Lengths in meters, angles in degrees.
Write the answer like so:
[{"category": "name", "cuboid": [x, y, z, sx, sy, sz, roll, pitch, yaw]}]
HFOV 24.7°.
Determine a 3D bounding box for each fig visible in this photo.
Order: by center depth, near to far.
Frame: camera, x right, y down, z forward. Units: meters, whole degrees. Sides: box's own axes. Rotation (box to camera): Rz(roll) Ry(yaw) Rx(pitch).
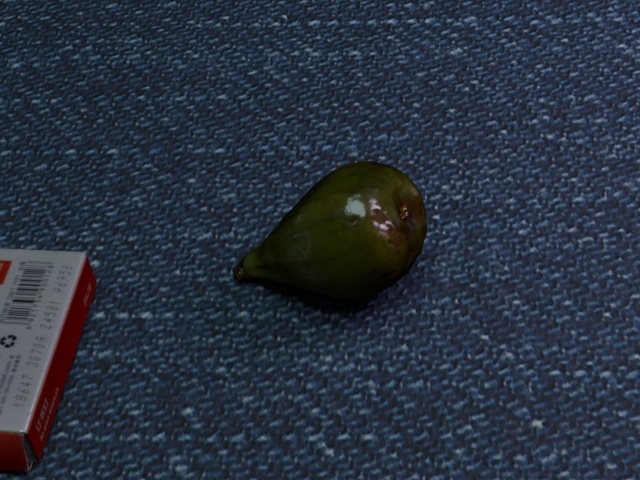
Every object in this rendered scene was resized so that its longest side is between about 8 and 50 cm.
[{"category": "fig", "cuboid": [0.016, 0.009, 1.389, 0.127, 0.185, 0.133, 33, 39, -17]}]

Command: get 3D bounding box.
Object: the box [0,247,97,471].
[{"category": "box", "cuboid": [-0.293, 0.104, 1.342, 0.123, 0.050, 0.229, 1, 47, 9]}]
